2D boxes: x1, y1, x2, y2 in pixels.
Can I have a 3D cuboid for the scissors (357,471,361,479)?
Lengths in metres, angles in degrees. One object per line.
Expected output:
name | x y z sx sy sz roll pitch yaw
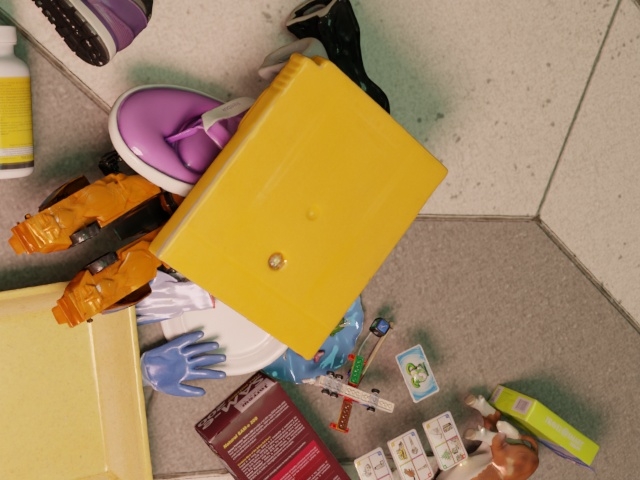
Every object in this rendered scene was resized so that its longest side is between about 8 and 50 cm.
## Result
scissors | 0.081 0.442 1.716 0.109 0.021 0.297 -8 117 -28

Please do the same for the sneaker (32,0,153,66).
sneaker | -0.321 -0.364 1.420 0.124 0.107 0.283 -48 118 -27

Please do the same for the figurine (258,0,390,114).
figurine | 0.024 -0.200 1.553 0.209 0.092 0.215 57 33 -27

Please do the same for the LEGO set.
LEGO set | 0.091 0.243 1.660 0.182 0.060 0.244 -23 90 -29

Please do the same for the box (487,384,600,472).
box | 0.363 0.301 1.819 0.178 0.109 0.042 37 81 -25

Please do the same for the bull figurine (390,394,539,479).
bull figurine | 0.206 0.391 1.762 0.310 0.101 0.188 -41 119 -16

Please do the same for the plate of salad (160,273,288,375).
plate of salad | -0.124 0.091 1.582 0.200 0.048 0.199 -2 105 -8

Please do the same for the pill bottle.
pill bottle | -0.406 -0.169 1.393 0.103 0.103 0.184 -4 100 -24

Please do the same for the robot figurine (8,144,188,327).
robot figurine | -0.243 -0.019 1.447 0.291 0.085 0.211 -35 99 -46

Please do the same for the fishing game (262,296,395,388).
fishing game | -0.016 0.121 1.655 0.264 0.041 0.189 32 88 -25

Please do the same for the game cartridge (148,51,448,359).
game cartridge | -0.020 -0.043 1.464 0.285 0.053 0.323 39 86 -34

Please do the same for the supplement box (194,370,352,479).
supplement box | -0.059 0.322 1.648 0.130 0.073 0.239 -40 113 -16

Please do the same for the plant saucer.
plant saucer | -0.399 0.221 1.472 0.333 0.081 0.332 -9 101 -23

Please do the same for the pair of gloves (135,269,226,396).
pair of gloves | -0.214 0.124 1.542 0.159 0.023 0.198 -8 104 0

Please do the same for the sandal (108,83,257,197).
sandal | -0.084 -0.127 1.513 0.416 0.102 0.169 15 52 -36
